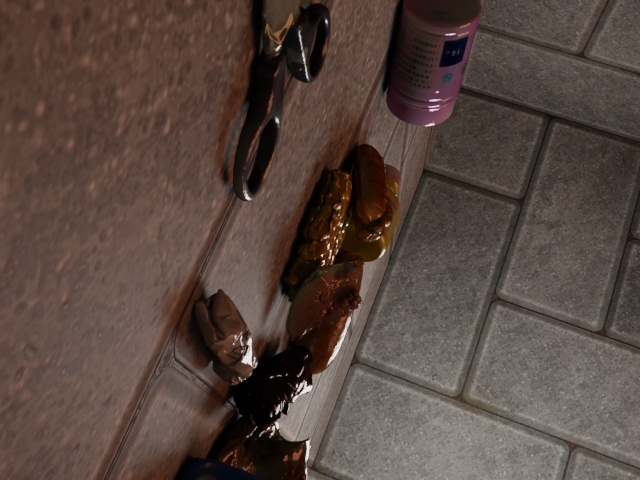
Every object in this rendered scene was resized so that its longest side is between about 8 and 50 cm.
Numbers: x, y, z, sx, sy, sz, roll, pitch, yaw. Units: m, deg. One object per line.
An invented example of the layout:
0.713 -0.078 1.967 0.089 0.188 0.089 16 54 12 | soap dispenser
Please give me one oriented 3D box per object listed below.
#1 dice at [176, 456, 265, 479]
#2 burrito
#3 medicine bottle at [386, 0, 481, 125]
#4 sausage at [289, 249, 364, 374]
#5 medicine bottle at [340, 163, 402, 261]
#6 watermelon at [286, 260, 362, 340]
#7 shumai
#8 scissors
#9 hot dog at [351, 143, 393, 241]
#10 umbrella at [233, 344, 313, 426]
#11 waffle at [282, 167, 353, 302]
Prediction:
-0.135 0.385 0.976 0.146 0.146 0.143 99 11 -63 | dice
-0.108 0.122 0.856 0.203 0.064 0.064 89 22 -62 | burrito
0.219 -0.369 1.445 0.254 0.152 0.152 95 17 -53 | medicine bottle
0.013 0.148 1.446 0.109 0.108 0.271 -36 146 -73 | sausage
0.108 -0.068 1.505 0.122 0.121 0.212 98 14 -50 | medicine bottle
-0.005 0.097 1.184 0.155 0.080 0.101 -36 150 14 | watermelon
-0.096 0.365 1.156 0.209 0.152 0.161 10 92 -76 | shumai
-0.036 -0.228 0.666 0.383 0.029 0.256 91 20 -59 | scissors
0.098 -0.088 1.360 0.250 0.076 0.104 -94 -175 -52 | hot dog
-0.067 0.237 1.215 0.326 0.090 0.094 -11 98 -79 | umbrella
0.002 0.001 1.264 0.254 0.052 0.245 78 34 -73 | waffle
